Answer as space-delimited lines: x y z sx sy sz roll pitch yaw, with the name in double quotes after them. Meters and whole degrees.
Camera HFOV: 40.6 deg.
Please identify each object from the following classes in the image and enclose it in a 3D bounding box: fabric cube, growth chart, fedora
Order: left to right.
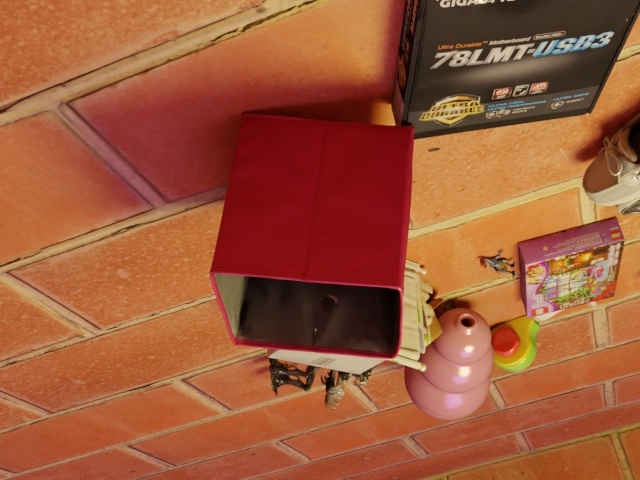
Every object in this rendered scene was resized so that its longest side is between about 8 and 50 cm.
0.000 0.000 1.256 0.259 0.258 0.254 5 151 5 "fabric cube"
0.161 0.134 1.656 0.021 0.237 0.172 -24 141 39 "growth chart"
0.201 0.201 1.861 0.194 0.079 0.194 -35 175 -3 "fedora"

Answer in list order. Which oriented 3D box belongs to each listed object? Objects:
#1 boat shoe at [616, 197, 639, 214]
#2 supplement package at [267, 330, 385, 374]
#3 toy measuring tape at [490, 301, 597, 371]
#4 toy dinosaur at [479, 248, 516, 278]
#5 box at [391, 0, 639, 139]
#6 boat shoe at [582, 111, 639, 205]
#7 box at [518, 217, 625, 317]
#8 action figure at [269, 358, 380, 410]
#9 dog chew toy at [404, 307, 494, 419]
0.636 -0.075 1.641 0.142 0.040 0.049 -22 150 17 "boat shoe"
0.044 0.147 1.712 0.261 0.145 0.204 19 138 -42 "supplement package"
0.518 0.237 2.082 0.330 0.121 0.121 -24 149 21 "toy measuring tape"
0.360 0.054 1.776 0.082 0.047 0.090 12 158 -5 "toy dinosaur"
0.252 -0.260 1.143 0.295 0.073 0.293 -8 152 -7 "box"
0.526 -0.168 1.365 0.103 0.118 0.320 19 143 -25 "boat shoe"
0.528 0.066 1.836 0.200 0.057 0.293 -15 151 7 "box"
0.023 0.320 2.024 0.275 0.141 0.164 -7 150 -2 "action figure"
0.307 0.274 1.998 0.206 0.207 0.332 -6 142 -10 "dog chew toy"
